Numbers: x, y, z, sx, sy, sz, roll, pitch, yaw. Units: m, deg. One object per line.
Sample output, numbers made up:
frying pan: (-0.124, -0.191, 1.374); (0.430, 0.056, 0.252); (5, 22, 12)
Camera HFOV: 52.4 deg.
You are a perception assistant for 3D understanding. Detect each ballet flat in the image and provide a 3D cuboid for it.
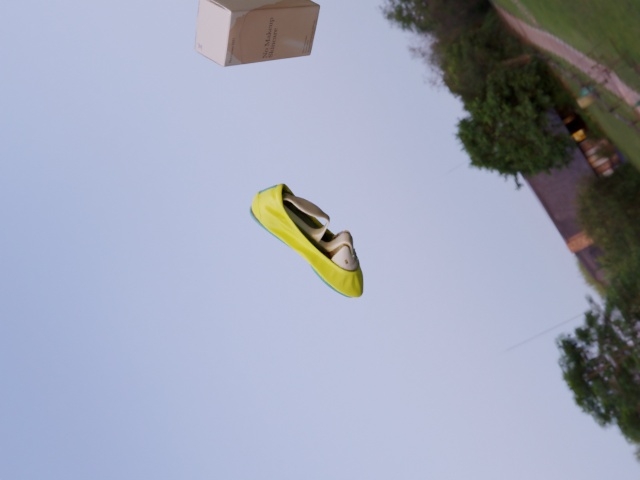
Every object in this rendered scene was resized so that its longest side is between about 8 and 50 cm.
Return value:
ballet flat: (0.000, 0.000, 0.948); (0.231, 0.077, 0.077); (41, -147, -20)

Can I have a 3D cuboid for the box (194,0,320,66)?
box: (-0.158, -0.542, 1.653); (0.121, 0.148, 0.311); (36, -140, 29)
